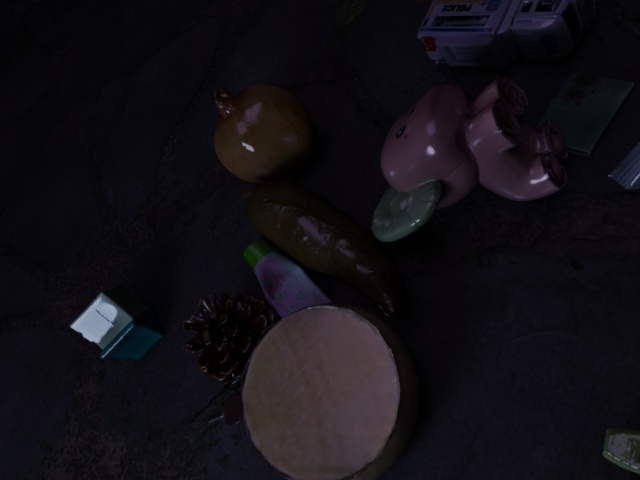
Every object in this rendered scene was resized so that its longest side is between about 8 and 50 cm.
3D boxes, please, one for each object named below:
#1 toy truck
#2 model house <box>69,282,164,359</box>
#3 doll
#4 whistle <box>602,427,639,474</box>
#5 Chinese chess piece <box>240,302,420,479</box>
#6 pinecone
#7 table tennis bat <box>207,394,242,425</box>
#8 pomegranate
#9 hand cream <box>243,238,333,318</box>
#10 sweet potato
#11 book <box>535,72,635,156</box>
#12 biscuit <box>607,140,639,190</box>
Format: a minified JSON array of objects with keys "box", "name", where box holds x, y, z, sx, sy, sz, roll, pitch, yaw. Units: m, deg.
[{"box":[0.320,-0.385,0.916,0.268,0.124,0.155,22,84,43],"name":"toy truck"},{"box":[-0.406,0.177,1.073,0.100,0.149,0.127,-47,3,4],"name":"model house"},{"box":[0.203,-0.121,0.818,0.268,0.216,0.284,-30,28,48],"name":"doll"},{"box":[0.403,0.229,0.508,0.228,0.085,0.105,6,72,38],"name":"whistle"},{"box":[0.012,0.217,0.745,0.257,0.104,0.257,-9,68,23],"name":"Chinese chess piece"},{"box":[-0.154,0.156,0.880,0.163,0.165,0.162,-12,61,22],"name":"pinecone"},{"box":[-0.160,0.298,0.905,0.083,0.007,0.050,-26,52,17],"name":"table tennis bat"},{"box":[-0.113,-0.216,1.064,0.207,0.207,0.207,-17,55,26],"name":"pomegranate"},{"box":[-0.031,0.104,0.876,0.275,0.050,0.079,47,121,24],"name":"hand cream"},{"box":[0.005,0.000,0.899,0.423,0.130,0.130,37,87,37],"name":"sweet potato"},{"box":[0.403,-0.199,0.814,0.103,0.017,0.135,30,82,41],"name":"book"},{"box":[0.541,-0.086,0.610,0.186,0.079,0.309,-51,47,-5],"name":"biscuit"}]
